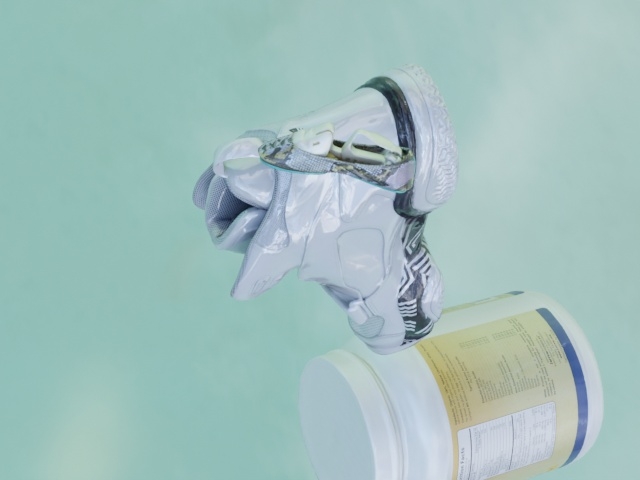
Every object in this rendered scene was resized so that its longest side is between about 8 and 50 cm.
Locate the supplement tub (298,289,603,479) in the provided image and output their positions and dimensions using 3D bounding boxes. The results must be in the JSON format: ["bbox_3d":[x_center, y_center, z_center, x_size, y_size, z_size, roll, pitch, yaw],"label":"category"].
[{"bbox_3d":[0.154,0.198,1.639,0.316,0.228,0.228,-12,118,-25],"label":"supplement tub"}]

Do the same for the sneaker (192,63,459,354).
[{"bbox_3d":[0.000,0.000,1.232,0.210,0.137,0.366,-16,146,-13],"label":"sneaker"}]

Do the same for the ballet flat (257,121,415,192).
[{"bbox_3d":[0.014,-0.065,0.967,0.114,0.041,0.041,11,114,-5],"label":"ballet flat"}]
